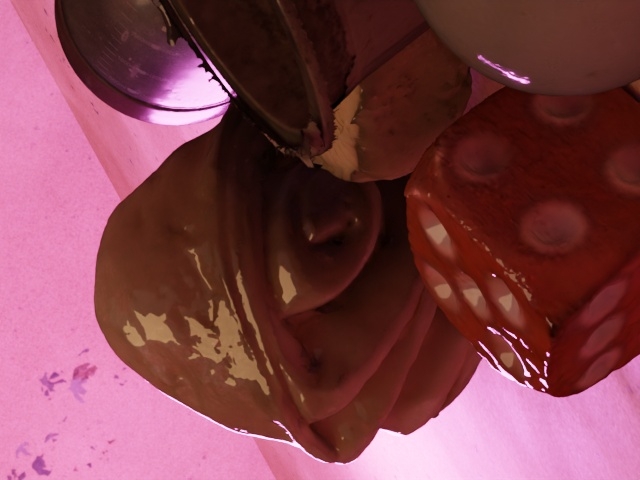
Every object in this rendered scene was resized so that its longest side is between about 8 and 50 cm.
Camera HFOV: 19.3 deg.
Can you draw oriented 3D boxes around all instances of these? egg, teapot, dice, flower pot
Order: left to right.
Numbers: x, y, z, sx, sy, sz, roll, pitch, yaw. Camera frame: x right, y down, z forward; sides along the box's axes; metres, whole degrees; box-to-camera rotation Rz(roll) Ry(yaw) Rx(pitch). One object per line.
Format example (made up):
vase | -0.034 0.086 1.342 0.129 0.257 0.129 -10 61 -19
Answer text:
teapot | -0.081 -0.237 1.744 0.315 0.233 0.312 30 162 -6
flower pot | 0.013 -0.233 1.263 0.290 0.259 0.290 53 168 16
dice | 0.178 -0.006 1.377 0.179 0.174 0.175 44 160 31
egg | 0.139 -0.191 1.038 0.203 0.203 0.282 54 168 16

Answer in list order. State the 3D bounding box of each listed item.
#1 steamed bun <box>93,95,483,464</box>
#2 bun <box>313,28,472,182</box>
steamed bun | 0.000 0.000 1.670 0.352 0.339 0.247 25 143 9
bun | 0.034 -0.185 1.507 0.259 0.152 0.259 57 160 33
